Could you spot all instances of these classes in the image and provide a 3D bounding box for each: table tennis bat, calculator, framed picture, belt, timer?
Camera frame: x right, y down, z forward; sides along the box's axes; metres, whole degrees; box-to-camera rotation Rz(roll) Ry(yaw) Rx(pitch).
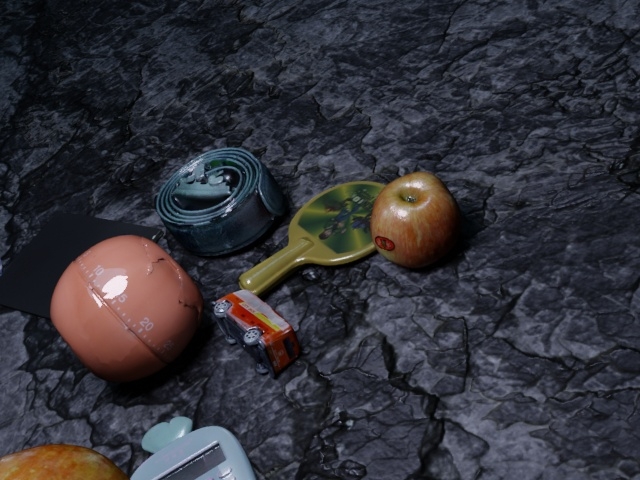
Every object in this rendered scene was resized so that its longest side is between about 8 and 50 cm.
[{"bbox_3d":[0.000,0.000,1.567,0.321,0.050,0.198,-33,40,-14],"label":"table tennis bat"},{"bbox_3d":[-0.176,0.358,1.266,0.186,0.041,0.299,-32,40,-5],"label":"calculator"},{"bbox_3d":[-0.501,0.049,1.828,0.339,0.014,0.255,8,51,37],"label":"framed picture"},{"bbox_3d":[-0.179,-0.069,1.688,0.268,0.116,0.206,14,57,43],"label":"belt"},{"bbox_3d":[-0.310,0.108,1.475,0.215,0.229,0.229,-38,39,-11],"label":"timer"}]

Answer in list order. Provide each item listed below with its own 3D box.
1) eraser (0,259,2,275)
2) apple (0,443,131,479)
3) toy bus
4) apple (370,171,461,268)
[{"bbox_3d":[-0.748,0.115,1.878,0.082,0.036,0.225,12,53,39],"label":"eraser"},{"bbox_3d":[-0.364,0.403,1.156,0.309,0.277,0.250,-20,7,4],"label":"apple"},{"bbox_3d":[-0.104,0.139,1.445,0.077,0.079,0.174,-32,37,-19],"label":"toy bus"},{"bbox_3d":[0.150,-0.034,1.442,0.146,0.131,0.146,-12,42,11],"label":"apple"}]
